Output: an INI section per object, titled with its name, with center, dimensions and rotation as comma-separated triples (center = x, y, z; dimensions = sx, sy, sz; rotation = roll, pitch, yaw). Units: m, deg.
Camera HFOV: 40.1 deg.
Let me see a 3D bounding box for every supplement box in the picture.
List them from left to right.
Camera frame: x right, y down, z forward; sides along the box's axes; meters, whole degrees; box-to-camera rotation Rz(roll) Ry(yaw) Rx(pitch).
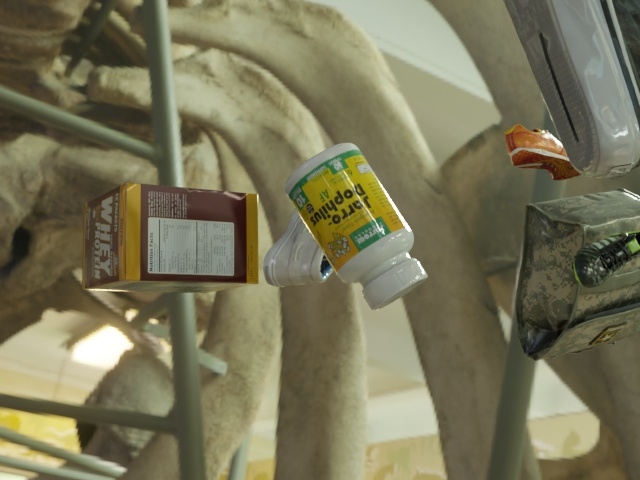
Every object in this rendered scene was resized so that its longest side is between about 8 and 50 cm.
[supplement box]
center = -0.217, 0.003, 1.247
dimensions = 0.194, 0.129, 0.191
rotation = 4, -9, -31

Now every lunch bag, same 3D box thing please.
[lunch bag]
center = 0.478, 0.073, 1.541
dimensions = 0.235, 0.287, 0.169
rotation = -9, 22, -28

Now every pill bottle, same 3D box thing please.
[pill bottle]
center = 0.051, -0.016, 1.170
dimensions = 0.117, 0.208, 0.117
rotation = -30, -11, -7

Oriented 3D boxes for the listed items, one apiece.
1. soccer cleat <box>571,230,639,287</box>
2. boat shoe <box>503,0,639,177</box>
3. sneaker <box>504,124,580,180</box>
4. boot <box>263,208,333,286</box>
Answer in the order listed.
[soccer cleat]
center = 0.442, 0.021, 1.329
dimensions = 0.179, 0.060, 0.072
rotation = -25, -3, -45
[boat shoe]
center = 0.203, -0.218, 0.662
dimensions = 0.119, 0.335, 0.121
rotation = -19, 6, -7
[sneaker]
center = 0.348, -0.135, 1.320
dimensions = 0.175, 0.067, 0.064
rotation = 15, -33, -39
[boot]
center = 0.000, 0.000, 1.615
dimensions = 0.123, 0.258, 0.095
rotation = 0, -54, 25
